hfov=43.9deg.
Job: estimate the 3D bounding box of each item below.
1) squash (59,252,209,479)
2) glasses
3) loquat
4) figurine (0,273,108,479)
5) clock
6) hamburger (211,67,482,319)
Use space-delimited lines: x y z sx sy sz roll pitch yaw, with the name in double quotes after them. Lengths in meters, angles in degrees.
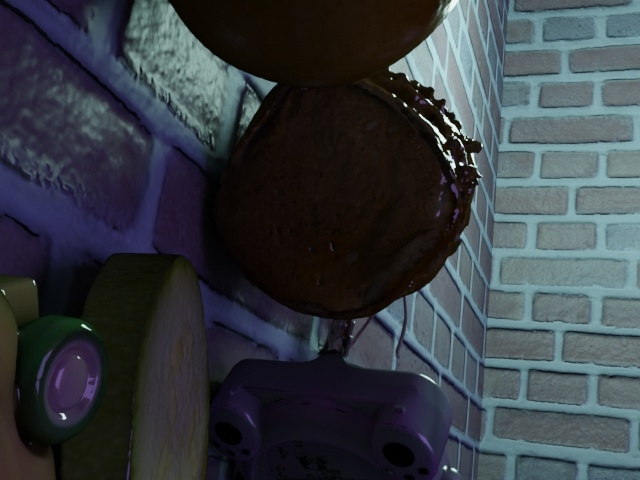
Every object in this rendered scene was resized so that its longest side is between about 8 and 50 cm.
-0.117 0.137 0.537 0.252 0.049 0.251 1 90 -89 "squash"
0.067 0.076 0.993 0.162 0.096 0.255 -5 109 -82 "glasses"
-0.008 -0.250 0.611 0.263 0.263 0.262 1 90 -70 "loquat"
-0.196 0.135 0.316 0.222 0.124 0.324 -22 116 -68 "figurine"
0.023 0.225 0.765 0.090 0.228 0.247 -60 143 -49 "clock"
0.036 -0.058 0.773 0.211 0.245 0.260 0 83 -70 "hamburger"
